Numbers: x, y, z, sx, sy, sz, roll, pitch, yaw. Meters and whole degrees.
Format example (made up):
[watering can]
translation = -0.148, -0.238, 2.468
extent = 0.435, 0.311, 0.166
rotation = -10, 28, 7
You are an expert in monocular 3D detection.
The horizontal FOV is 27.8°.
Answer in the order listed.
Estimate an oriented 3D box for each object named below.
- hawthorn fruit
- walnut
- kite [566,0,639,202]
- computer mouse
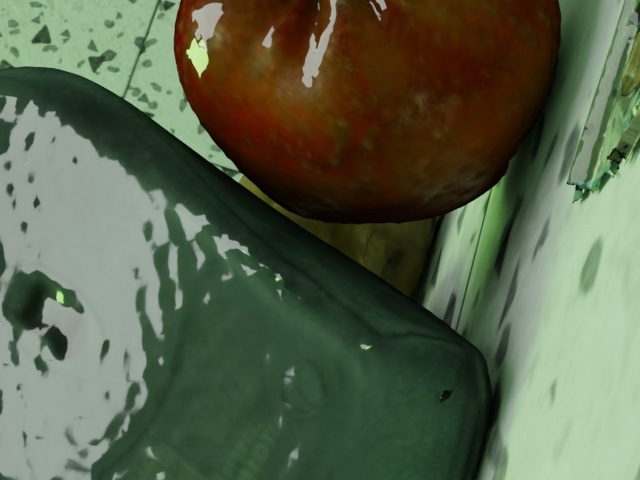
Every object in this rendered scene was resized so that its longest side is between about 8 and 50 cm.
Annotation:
[hawthorn fruit]
translation = 0.025, -0.083, 0.618
extent = 0.200, 0.179, 0.179
rotation = 75, -151, -62
[walnut]
translation = 0.000, 0.000, 0.851
extent = 0.166, 0.149, 0.166
rotation = -42, -32, -34
[kite]
translation = 0.131, -0.144, 0.311
extent = 0.406, 0.014, 0.368
rotation = 110, 177, -56
[computer mouse]
translation = -0.071, 0.054, 0.590
extent = 0.122, 0.371, 0.188
rotation = 17, -75, -56
